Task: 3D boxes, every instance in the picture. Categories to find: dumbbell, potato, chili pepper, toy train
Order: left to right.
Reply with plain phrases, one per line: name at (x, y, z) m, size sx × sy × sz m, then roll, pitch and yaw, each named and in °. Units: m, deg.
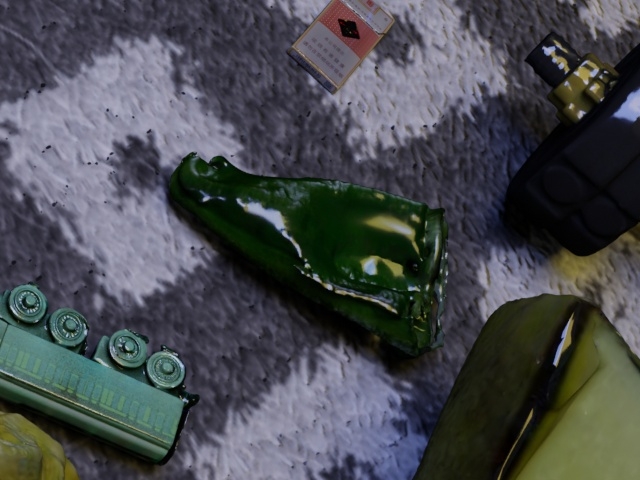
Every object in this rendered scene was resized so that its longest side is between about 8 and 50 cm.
toy train at (-0.142, 0.079, 1.027) m, size 0.148 × 0.038 × 0.071 m, roll 25°, pitch 61°, yaw -18°
chili pepper at (0.002, -0.001, 1.132) m, size 0.216 × 0.062 × 0.108 m, roll 29°, pitch 51°, yaw -14°
potato at (0.128, 0.241, 1.028) m, size 0.330 × 0.213 × 0.280 m, roll 46°, pitch 72°, yaw -15°
dumbbell at (0.289, 0.001, 1.213) m, size 0.388 × 0.185 × 0.185 m, roll 45°, pitch 54°, yaw -2°

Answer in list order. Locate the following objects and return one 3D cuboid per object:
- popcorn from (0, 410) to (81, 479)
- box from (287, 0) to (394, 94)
popcorn at (-0.203, 0.167, 0.866) m, size 0.187 × 0.167 × 0.185 m, roll 64°, pitch 23°, yaw -47°
box at (0.015, -0.147, 1.233) m, size 0.046 × 0.012 × 0.083 m, roll 41°, pitch 56°, yaw -5°
